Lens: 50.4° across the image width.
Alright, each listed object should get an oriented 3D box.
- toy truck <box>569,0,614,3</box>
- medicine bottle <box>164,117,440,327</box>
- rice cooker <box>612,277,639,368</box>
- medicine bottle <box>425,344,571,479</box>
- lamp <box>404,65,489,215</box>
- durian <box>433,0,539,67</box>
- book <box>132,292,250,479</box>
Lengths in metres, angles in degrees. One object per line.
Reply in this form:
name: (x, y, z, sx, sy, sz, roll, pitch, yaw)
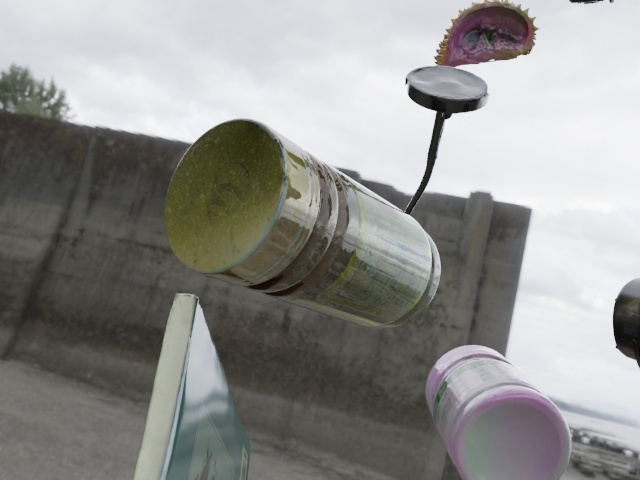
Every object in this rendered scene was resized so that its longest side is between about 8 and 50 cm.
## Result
toy truck: (0.511, -0.523, 1.256, 0.213, 0.161, 0.177, -10, 19, -13)
medicine bottle: (0.000, 0.000, 0.743, 0.151, 0.151, 0.322, 6, -12, 38)
rice cooker: (0.578, 0.147, 1.195, 0.112, 0.165, 0.106, -21, 26, -24)
medicine bottle: (0.330, 0.341, 1.324, 0.212, 0.212, 0.325, 13, 6, -1)
lamp: (0.159, -0.117, 1.030, 0.130, 0.109, 0.371, 9, -32, 6)
durian: (0.425, -0.542, 1.769, 0.260, 0.154, 0.187, -1, -49, -8)
book: (-0.124, 0.263, 0.708, 0.031, 0.264, 0.379, 1, -38, 5)
